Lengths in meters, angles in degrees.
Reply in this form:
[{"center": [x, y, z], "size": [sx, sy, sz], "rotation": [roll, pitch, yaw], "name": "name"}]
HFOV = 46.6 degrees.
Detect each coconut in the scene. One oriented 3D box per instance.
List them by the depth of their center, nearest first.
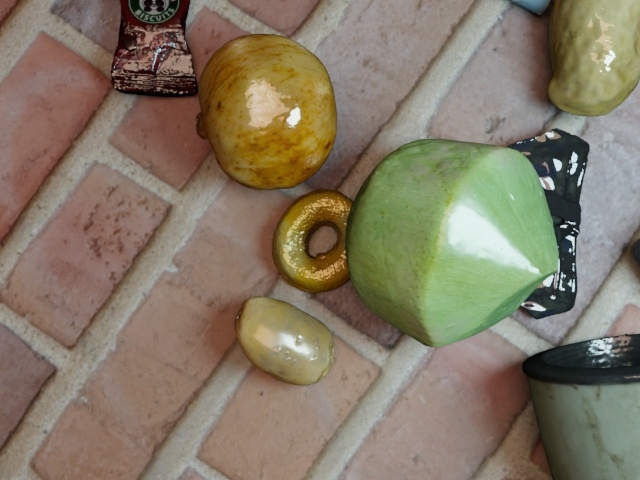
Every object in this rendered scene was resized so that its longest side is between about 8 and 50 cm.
[{"center": [0.196, 0.001, 1.090], "size": [0.328, 0.281, 0.328], "rotation": [-18, 41, 17], "name": "coconut"}]

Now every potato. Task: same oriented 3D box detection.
[{"center": [-0.058, 0.163, 1.195], "size": [0.178, 0.118, 0.109], "rotation": [30, 123, -6], "name": "potato"}]

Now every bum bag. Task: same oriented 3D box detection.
[{"center": [0.356, -0.028, 1.201], "size": [0.137, 0.074, 0.310], "rotation": [6, 87, 2], "name": "bum bag"}]

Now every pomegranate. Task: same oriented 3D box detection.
[{"center": [-0.089, -0.201, 1.179], "size": [0.248, 0.248, 0.248], "rotation": [0, 84, 4], "name": "pomegranate"}]

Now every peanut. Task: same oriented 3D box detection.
[{"center": [0.474, -0.379, 1.182], "size": [0.192, 0.169, 0.387], "rotation": [23, 91, -3], "name": "peanut"}]

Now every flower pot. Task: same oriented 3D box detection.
[{"center": [0.463, 0.313, 1.053], "size": [0.293, 0.293, 0.330], "rotation": [-10, 88, 3], "name": "flower pot"}]

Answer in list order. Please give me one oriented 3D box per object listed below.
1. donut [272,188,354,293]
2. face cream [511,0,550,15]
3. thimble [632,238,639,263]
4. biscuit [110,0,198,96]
[{"center": [0.000, 0.000, 1.227], "size": [0.162, 0.065, 0.178], "rotation": [32, 87, 6], "name": "donut"}, {"center": [0.288, -0.461, 1.247], "size": [0.229, 0.075, 0.075], "rotation": [29, 87, 7], "name": "face cream"}, {"center": [0.569, 0.015, 1.145], "size": [0.150, 0.150, 0.098], "rotation": [-31, 84, 1], "name": "thimble"}, {"center": [-0.292, -0.367, 1.289], "size": [0.151, 0.063, 0.235], "rotation": [-2, 79, -7], "name": "biscuit"}]
